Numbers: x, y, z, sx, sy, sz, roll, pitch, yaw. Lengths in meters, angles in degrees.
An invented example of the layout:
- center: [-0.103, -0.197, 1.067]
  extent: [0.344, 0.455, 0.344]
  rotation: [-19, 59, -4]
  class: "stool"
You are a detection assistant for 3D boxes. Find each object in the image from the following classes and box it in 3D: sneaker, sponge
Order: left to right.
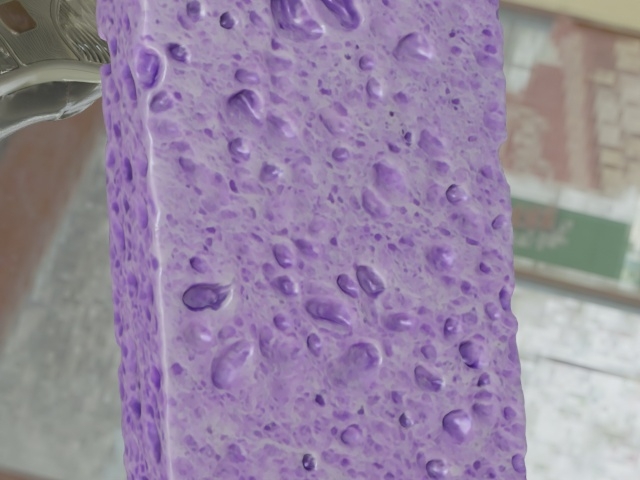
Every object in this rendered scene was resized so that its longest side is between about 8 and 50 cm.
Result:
- center: [-0.183, -0.077, 0.965]
  extent: [0.118, 0.083, 0.222]
  rotation: [-41, 172, 25]
  class: "sneaker"
- center: [0.000, 0.000, 0.520]
  extent: [0.031, 0.117, 0.210]
  rotation: [-6, -92, 58]
  class: "sponge"
